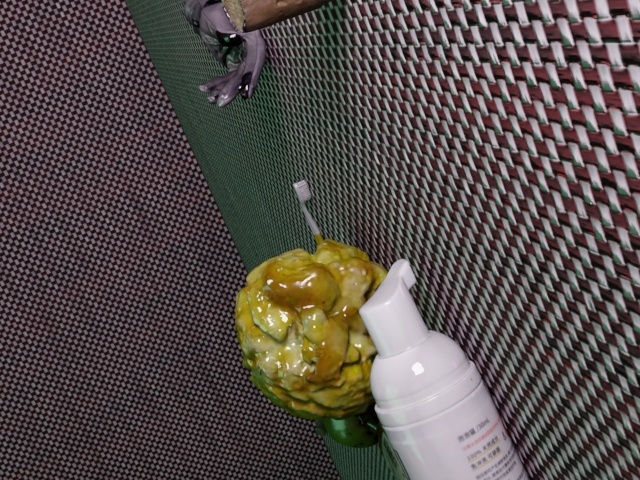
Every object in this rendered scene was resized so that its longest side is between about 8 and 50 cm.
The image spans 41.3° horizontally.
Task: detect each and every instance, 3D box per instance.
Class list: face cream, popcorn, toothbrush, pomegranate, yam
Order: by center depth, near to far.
[{"bbox_3d":[-0.041,-0.272,0.890,0.084,0.127,0.084,56,162,28],"label":"yam"},{"bbox_3d":[0.143,0.211,1.083,0.370,0.145,0.145,64,169,-2],"label":"face cream"},{"bbox_3d":[0.001,0.142,1.296,0.282,0.282,0.247,64,157,-2],"label":"popcorn"},{"bbox_3d":[0.000,0.000,1.609,0.021,0.024,0.288,55,168,50],"label":"toothbrush"},{"bbox_3d":[0.085,0.320,1.690,0.156,0.156,0.220,65,-159,-5],"label":"pomegranate"}]

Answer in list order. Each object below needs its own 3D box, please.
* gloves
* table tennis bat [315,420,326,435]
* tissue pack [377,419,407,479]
[{"bbox_3d":[-0.150,-0.315,1.347,0.142,0.119,0.285,77,177,-51],"label":"gloves"},{"bbox_3d":[0.026,0.292,1.769,0.246,0.022,0.138,-74,-31,-41],"label":"table tennis bat"},{"bbox_3d":[0.186,0.422,1.514,0.226,0.092,0.183,56,167,30],"label":"tissue pack"}]
